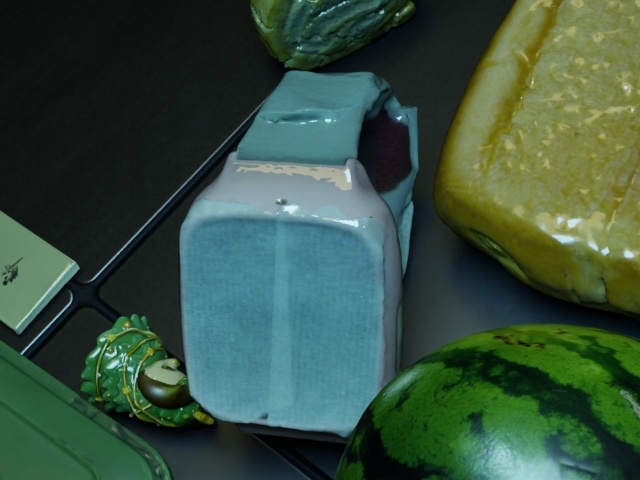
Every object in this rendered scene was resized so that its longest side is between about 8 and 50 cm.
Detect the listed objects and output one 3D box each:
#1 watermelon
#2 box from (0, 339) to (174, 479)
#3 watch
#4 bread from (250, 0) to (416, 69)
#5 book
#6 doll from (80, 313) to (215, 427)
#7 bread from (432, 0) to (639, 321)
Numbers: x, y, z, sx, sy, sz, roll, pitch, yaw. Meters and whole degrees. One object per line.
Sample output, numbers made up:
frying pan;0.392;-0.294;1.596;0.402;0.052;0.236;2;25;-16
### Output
watermelon;0.143;0.189;0.944;0.285;0.285;0.285;-5;60;9
box;-0.270;0.213;1.081;0.329;0.177;0.252;30;69;26
watch;0.000;0.000;1.124;0.162;0.253;0.241;6;21;12
bread;0.016;-0.213;1.292;0.156;0.117;0.064;-25;58;-3
book;-0.269;0.023;1.276;0.111;0.014;0.077;32;73;26
doll;-0.137;0.120;1.160;0.077;0.078;0.113;-38;59;-6
bread;0.278;-0.084;1.155;0.328;0.148;0.337;15;67;23
